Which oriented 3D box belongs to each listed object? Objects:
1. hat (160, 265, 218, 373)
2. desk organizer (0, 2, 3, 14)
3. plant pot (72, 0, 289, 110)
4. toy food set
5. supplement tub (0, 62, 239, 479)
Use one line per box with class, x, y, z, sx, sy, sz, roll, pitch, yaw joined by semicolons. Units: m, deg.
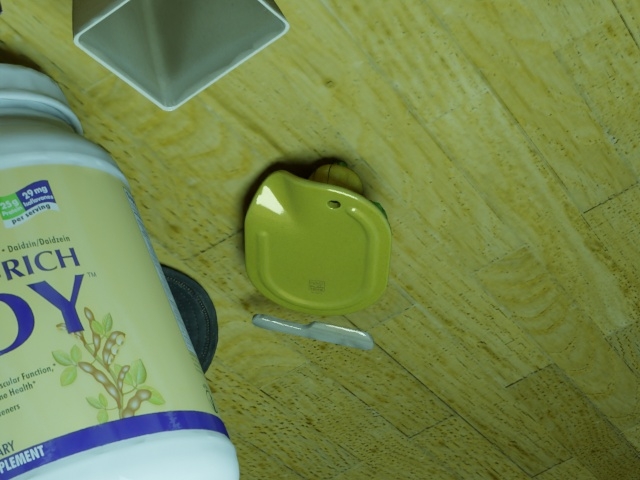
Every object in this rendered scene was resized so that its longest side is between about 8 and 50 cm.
hat;-0.233;0.163;1.435;0.331;0.134;0.331;-14;146;-10
desk organizer;-0.283;-0.149;1.055;0.130;0.047;0.050;-29;142;12
plant pot;-0.104;-0.172;1.067;0.109;0.096;0.109;-33;143;17
toy food set;0.000;0.000;1.394;0.128;0.071;0.218;7;141;2
supplement tub;-0.219;0.069;1.100;0.241;0.331;0.241;-22;160;-8
